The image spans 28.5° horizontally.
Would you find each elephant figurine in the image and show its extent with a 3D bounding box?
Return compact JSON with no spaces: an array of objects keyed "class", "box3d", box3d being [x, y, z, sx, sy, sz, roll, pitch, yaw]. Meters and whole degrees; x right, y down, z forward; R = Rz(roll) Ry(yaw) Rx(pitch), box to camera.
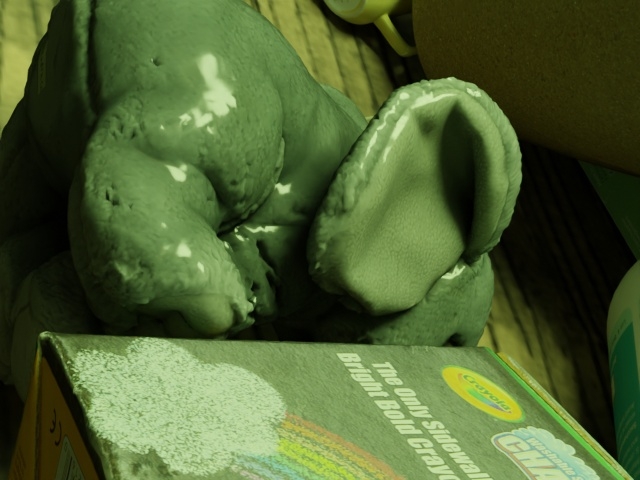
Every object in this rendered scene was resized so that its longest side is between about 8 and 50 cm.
[{"class":"elephant figurine","box3d":[0.000,0.000,0.490,0.239,0.186,0.169,10,40,-30]}]

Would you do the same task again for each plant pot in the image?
[{"class":"plant pot","box3d":[0.182,-0.128,0.653,0.237,0.254,0.237,-4,95,-49]}]

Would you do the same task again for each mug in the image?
[{"class":"mug","box3d":[0.038,-0.150,0.723,0.078,0.062,0.064,37,45,22]}]

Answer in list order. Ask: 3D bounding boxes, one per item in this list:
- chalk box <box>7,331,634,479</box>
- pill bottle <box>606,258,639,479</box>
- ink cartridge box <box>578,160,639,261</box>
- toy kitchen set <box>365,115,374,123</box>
[{"class":"chalk box","box3d":[0.019,0.117,0.378,0.213,0.132,0.132,5,25,-29]},{"class":"pill bottle","box3d":[0.208,0.125,0.558,0.146,0.146,0.264,27,44,-19]},{"class":"ink cartridge box","box3d":[0.286,-0.010,0.809,0.235,0.056,0.171,-4,59,-43]},{"class":"toy kitchen set","box3d":[0.008,-0.016,0.612,0.068,0.075,0.083,-10,16,-3]}]
